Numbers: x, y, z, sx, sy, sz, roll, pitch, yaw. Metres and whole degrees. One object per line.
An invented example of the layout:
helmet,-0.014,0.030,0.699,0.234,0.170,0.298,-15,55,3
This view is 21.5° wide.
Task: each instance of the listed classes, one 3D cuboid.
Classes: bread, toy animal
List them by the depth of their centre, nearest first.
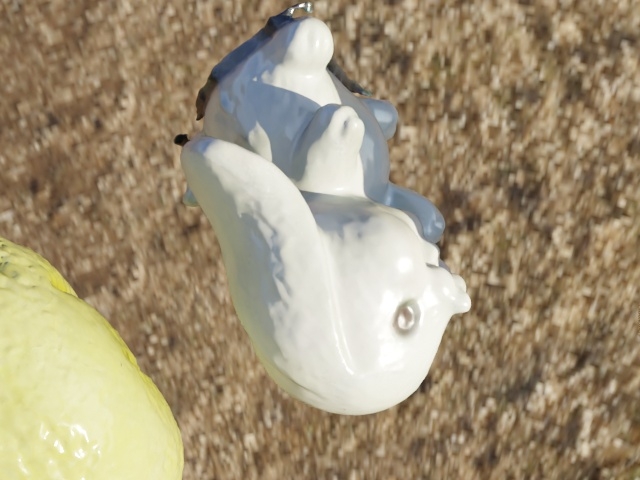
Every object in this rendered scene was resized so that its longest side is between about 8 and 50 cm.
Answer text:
bread,-0.248,0.124,1.249,0.237,0.320,0.320,-29,68,-6
toy animal,-0.010,-0.016,1.274,0.174,0.249,0.289,-28,42,14

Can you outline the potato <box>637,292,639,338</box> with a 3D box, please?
potato,0.296,0.041,1.194,0.150,0.234,0.146,34,64,31
